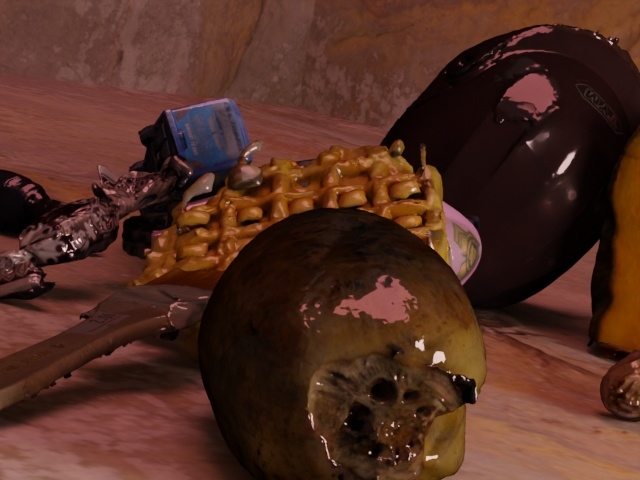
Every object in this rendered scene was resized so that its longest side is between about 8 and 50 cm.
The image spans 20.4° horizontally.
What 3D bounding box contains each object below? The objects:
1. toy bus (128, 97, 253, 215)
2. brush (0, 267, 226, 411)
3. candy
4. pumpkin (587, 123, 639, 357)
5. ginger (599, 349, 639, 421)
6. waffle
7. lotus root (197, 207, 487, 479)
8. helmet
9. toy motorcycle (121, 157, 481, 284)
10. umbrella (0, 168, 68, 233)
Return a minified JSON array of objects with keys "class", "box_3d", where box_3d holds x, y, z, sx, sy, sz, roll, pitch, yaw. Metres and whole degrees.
[{"class":"toy bus","box_3d":[-0.123,-0.057,1.659,0.094,0.079,0.236,-8,-14,-13]},{"class":"brush","box_3d":[-0.147,0.062,1.145,0.085,0.020,0.336,4,15,25]},{"class":"candy","box_3d":[-0.194,-0.012,1.456,0.094,0.051,0.226,-3,26,42]},{"class":"pumpkin","box_3d":[0.402,0.021,1.627,0.303,0.226,0.256,13,11,-23]},{"class":"ginger","box_3d":[0.349,0.110,1.365,0.290,0.084,0.122,6,16,-23]},{"class":"waffle","box_3d":[-0.008,0.013,1.356,0.280,0.060,0.262,-33,42,-32]},{"class":"lotus root","box_3d":[0.009,0.061,1.067,0.160,0.152,0.275,-1,8,-10]},{"class":"helmet","box_3d":[0.183,-0.059,1.716,0.225,0.305,0.177,41,25,-12]},{"class":"toy motorcycle","box_3d":[0.000,0.000,1.530,0.327,0.143,0.188,-1,11,-19]},{"class":"umbrella","box_3d":[-0.306,-0.045,1.720,0.248,0.071,0.071,13,9,28]}]
